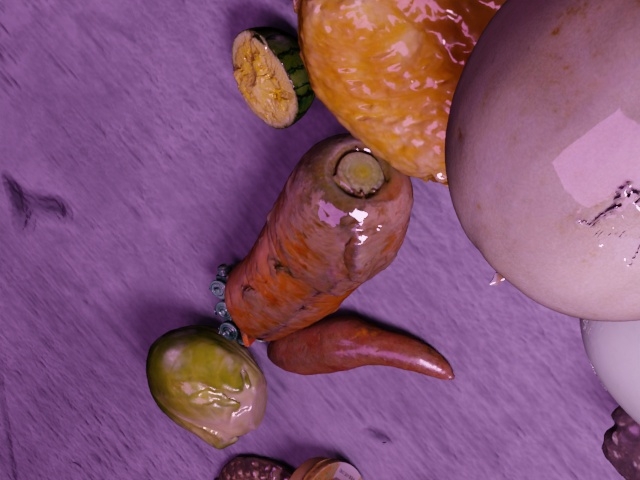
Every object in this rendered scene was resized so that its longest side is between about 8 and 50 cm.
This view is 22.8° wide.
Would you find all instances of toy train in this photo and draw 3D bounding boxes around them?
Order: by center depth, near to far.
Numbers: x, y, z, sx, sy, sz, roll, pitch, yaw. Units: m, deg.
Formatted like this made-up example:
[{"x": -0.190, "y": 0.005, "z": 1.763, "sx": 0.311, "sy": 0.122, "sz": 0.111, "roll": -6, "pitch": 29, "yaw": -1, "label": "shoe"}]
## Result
[{"x": -0.085, "y": 0.073, "z": 1.791, "sx": 0.064, "sy": 0.044, "sz": 0.103, "roll": 4, "pitch": 121, "yaw": 28, "label": "toy train"}]

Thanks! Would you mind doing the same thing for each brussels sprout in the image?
[{"x": -0.132, "y": 0.161, "z": 1.839, "sx": 0.155, "sy": 0.117, "sz": 0.155, "roll": 18, "pitch": 146, "yaw": 13, "label": "brussels sprout"}]

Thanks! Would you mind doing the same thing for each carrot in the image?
[{"x": 0.000, "y": 0.000, "z": 1.598, "sx": 0.138, "sy": 0.139, "sz": 0.302, "roll": 49, "pitch": 149, "yaw": 2, "label": "carrot"}]

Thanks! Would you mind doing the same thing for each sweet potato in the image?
[{"x": 0.025, "y": 0.117, "z": 1.713, "sx": 0.255, "sy": 0.058, "sz": 0.078, "roll": -1, "pitch": 134, "yaw": 39, "label": "sweet potato"}]

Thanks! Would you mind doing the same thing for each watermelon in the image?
[{"x": -0.040, "y": -0.165, "z": 1.560, "sx": 0.105, "sy": 0.062, "sz": 0.105, "roll": 36, "pitch": 142, "yaw": 34, "label": "watermelon"}]

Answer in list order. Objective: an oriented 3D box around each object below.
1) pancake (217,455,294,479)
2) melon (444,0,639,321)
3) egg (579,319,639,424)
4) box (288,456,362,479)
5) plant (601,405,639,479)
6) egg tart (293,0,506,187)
[{"x": -0.056, "y": 0.349, "z": 1.976, "sx": 0.199, "sy": 0.021, "sz": 0.199, "roll": 23, "pitch": 132, "yaw": 28, "label": "pancake"}, {"x": 0.233, "y": -0.080, "z": 1.150, "sx": 0.268, "sy": 0.268, "sz": 0.330, "roll": 48, "pitch": 118, "yaw": 4, "label": "melon"}, {"x": 0.343, "y": 0.087, "z": 1.290, "sx": 0.283, "sy": 0.203, "sz": 0.203, "roll": 23, "pitch": 132, "yaw": 27, "label": "egg"}, {"x": 0.004, "y": 0.302, "z": 1.824, "sx": 0.037, "sy": 0.105, "sz": 0.105, "roll": 9, "pitch": 124, "yaw": 46, "label": "box"}, {"x": 0.358, "y": 0.199, "z": 1.417, "sx": 0.194, "sy": 0.132, "sz": 0.129, "roll": 38, "pitch": 141, "yaw": 22, "label": "plant"}, {"x": 0.116, "y": -0.170, "z": 1.356, "sx": 0.339, "sy": 0.153, "sz": 0.351, "roll": -5, "pitch": 117, "yaw": 40, "label": "egg tart"}]
